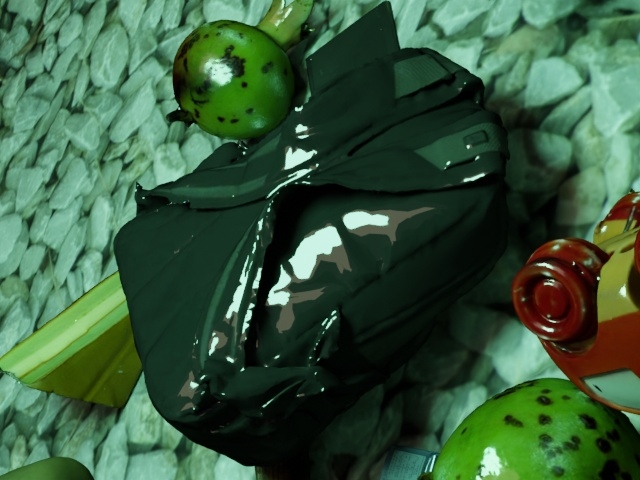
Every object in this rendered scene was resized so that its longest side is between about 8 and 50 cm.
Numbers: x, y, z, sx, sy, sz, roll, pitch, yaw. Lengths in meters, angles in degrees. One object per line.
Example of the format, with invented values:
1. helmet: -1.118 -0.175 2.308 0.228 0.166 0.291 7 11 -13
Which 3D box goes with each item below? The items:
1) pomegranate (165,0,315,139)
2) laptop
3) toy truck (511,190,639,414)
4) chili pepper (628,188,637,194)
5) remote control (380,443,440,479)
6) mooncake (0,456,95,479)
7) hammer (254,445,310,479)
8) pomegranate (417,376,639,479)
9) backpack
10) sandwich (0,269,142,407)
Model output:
1. pomegranate: -0.092 -0.222 1.886 0.156 0.156 0.220 26 92 51
2. laptop: 0.042 -0.175 1.818 0.135 0.016 0.197 -35 47 29
3. toy truck: 0.306 0.072 1.231 0.265 0.189 0.239 -21 95 45
4. chili pepper: 0.368 -0.015 1.327 0.072 0.073 0.204 -39 34 -29
5. remote control: 0.117 0.222 1.504 0.152 0.027 0.043 -1 73 50
6. mooncake: -0.258 0.405 1.560 0.201 0.378 0.378 -34 47 22
7. hammer: -0.035 0.321 1.572 0.242 0.095 0.408 -36 44 30
8. pomegranate: 0.206 0.222 1.290 0.263 0.211 0.211 14 78 17
9. backpack: 0.000 0.000 1.573 0.446 0.255 0.363 -37 42 9
10. sandwich: -0.287 0.101 1.929 0.117 0.144 0.187 16 82 48
